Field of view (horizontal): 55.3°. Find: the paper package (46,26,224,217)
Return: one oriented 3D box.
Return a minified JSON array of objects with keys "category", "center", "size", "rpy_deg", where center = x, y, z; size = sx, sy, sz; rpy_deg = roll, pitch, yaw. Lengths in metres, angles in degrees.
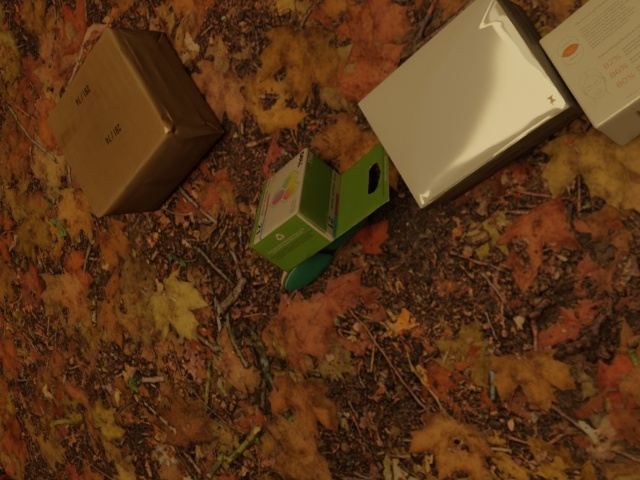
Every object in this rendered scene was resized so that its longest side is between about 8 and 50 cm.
[{"category":"paper package","center":[-0.423,-0.259,1.373],"size":[0.325,0.168,0.309],"rpy_deg":[-41,74,33]}]

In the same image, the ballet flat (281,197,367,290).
[{"category":"ballet flat","center":[0.000,0.000,1.193],"size":[0.248,0.086,0.086],"rpy_deg":[-45,73,30]}]

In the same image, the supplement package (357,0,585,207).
[{"category":"supplement package","center":[0.231,-0.208,0.946],"size":[0.262,0.145,0.204],"rpy_deg":[-36,78,33]}]

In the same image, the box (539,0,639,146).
[{"category":"box","center":[0.403,-0.239,0.821],"size":[0.130,0.091,0.171],"rpy_deg":[-39,54,34]}]

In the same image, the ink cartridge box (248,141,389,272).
[{"category":"ink cartridge box","center":[0.000,-0.088,1.096],"size":[0.097,0.189,0.255],"rpy_deg":[36,127,-25]}]
